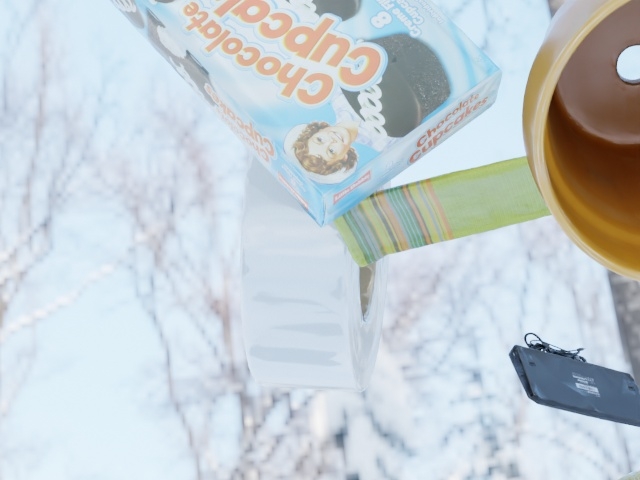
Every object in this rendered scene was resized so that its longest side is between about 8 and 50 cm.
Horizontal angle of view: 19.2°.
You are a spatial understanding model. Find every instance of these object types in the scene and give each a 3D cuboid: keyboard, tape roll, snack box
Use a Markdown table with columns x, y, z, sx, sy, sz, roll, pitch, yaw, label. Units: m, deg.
| x | y | z | sx | sy | sz | roll | pitch | yaw | label |
| --- | --- | --- | --- | --- | --- | --- | --- | --- | --- |
| 0.276 | 0.159 | 2.062 | 0.192 | 0.100 | 0.038 | 17 | -48 | -37 | keyboard |
| 0.000 | 0.000 | 1.772 | 0.100 | 0.286 | 0.286 | 2 | -27 | 9 | tape roll |
| -0.029 | -0.181 | 1.536 | 0.187 | 0.322 | 0.060 | -36 | -20 | -18 | snack box |

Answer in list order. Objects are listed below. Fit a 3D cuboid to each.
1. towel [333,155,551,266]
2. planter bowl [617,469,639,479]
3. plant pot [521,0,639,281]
| x | y | z | sx | sy | sz | roll | pitch | yaw | label |
| --- | --- | --- | --- | --- | --- | --- | --- | --- | --- |
| 0.130 | -0.031 | 1.534 | 0.237 | 0.021 | 0.102 | -14 | -26 | 12 | towel |
| 0.369 | 0.332 | 2.177 | 0.090 | 0.217 | 0.217 | 31 | -38 | -8 | planter bowl |
| 0.223 | -0.097 | 1.244 | 0.205 | 0.188 | 0.205 | -2 | -70 | -5 | plant pot |
